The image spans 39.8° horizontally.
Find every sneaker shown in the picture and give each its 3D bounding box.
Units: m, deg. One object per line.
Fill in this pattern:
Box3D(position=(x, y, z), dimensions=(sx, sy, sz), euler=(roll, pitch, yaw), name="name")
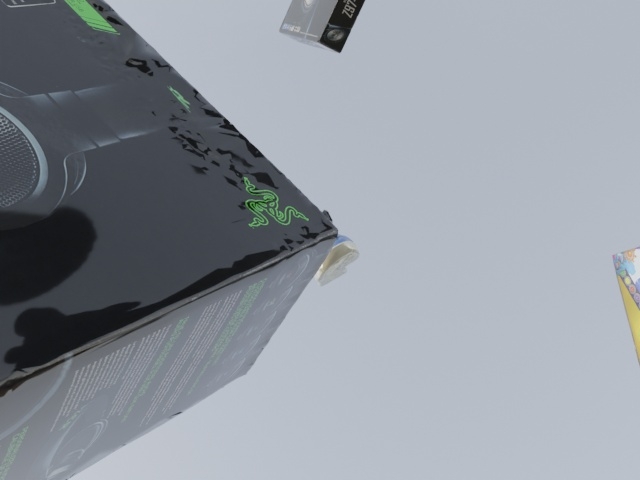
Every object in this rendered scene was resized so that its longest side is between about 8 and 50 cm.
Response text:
Box3D(position=(-0.001, 0.000, 1.018), dimensions=(0.058, 0.152, 0.085), euler=(-30, -97, -6), name="sneaker")

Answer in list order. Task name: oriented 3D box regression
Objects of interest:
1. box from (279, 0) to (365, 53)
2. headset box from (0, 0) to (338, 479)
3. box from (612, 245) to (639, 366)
Box3D(position=(0.005, -0.163, 0.594), dimensions=(0.018, 0.083, 0.067), euler=(21, -81, -26), name="box")
Box3D(position=(-0.165, -0.010, 0.441), dimensions=(0.246, 0.283, 0.131), euler=(45, -54, 16), name="headset box")
Box3D(position=(0.522, 0.051, 0.911), dimensions=(0.290, 0.279, 0.177), euler=(-8, -99, -23), name="box")
